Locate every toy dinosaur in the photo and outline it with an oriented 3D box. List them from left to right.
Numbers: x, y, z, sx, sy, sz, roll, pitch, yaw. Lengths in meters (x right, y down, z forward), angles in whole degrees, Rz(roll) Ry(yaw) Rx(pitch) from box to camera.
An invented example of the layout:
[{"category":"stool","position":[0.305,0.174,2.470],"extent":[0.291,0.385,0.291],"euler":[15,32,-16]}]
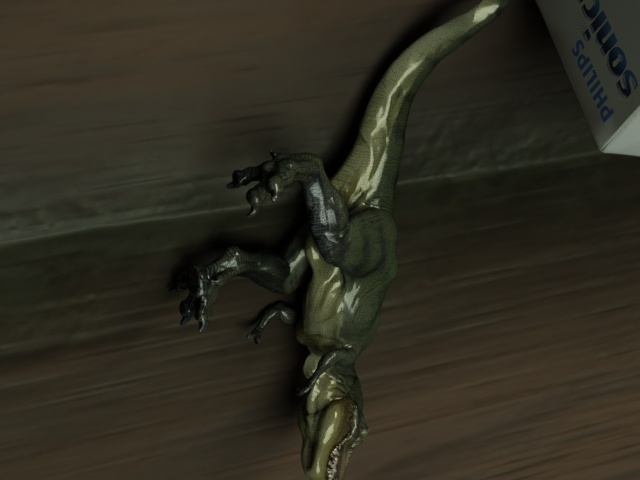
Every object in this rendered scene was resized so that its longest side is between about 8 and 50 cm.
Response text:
[{"category":"toy dinosaur","position":[0.000,0.000,0.691],"extent":[0.118,0.064,0.268],"euler":[0,117,-36]}]

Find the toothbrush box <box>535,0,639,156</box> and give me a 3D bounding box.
[{"category":"toothbrush box","position":[0.260,-0.158,0.619],"extent":[0.206,0.122,0.283],"euler":[3,143,-29]}]
